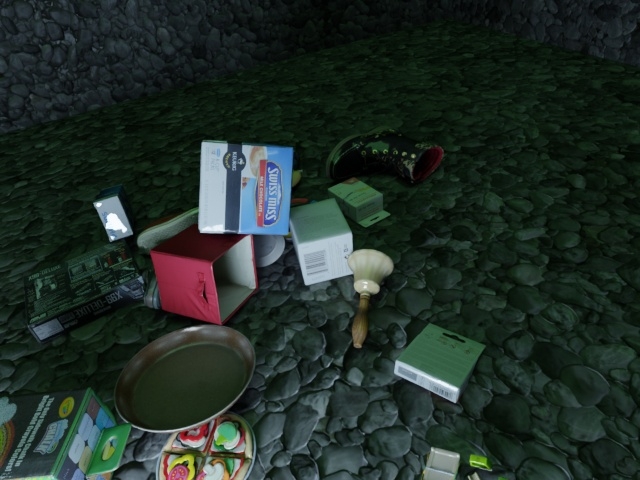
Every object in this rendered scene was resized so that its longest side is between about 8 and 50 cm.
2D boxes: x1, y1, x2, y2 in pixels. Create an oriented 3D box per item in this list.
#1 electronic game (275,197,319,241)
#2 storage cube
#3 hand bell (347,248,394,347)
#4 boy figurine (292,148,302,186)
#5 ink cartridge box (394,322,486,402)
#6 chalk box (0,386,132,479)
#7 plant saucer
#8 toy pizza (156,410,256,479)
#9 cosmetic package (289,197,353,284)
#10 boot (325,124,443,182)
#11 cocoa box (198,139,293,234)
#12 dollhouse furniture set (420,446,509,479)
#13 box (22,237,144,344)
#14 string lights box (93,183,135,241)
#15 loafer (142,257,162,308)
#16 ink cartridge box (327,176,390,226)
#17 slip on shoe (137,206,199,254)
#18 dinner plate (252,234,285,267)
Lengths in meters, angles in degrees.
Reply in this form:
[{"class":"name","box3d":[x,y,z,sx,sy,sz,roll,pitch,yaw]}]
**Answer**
[{"class":"electronic game","box3d":[-0.083,-0.071,1.480,0.228,0.048,0.229,-6,38,5]},{"class":"storage cube","box3d":[-0.301,0.081,1.193,0.192,0.184,0.215,9,28,22]},{"class":"hand bell","box3d":[0.109,0.154,1.133,0.126,0.126,0.242,3,51,15]},{"class":"boy figurine","box3d":[-0.160,-0.240,1.677,0.177,0.092,0.285,4,37,12]},{"class":"ink cartridge box","box3d":[0.268,0.265,1.006,0.145,0.045,0.179,19,27,32]},{"class":"chalk box","box3d":[-0.500,0.408,0.854,0.288,0.179,0.180,-5,37,3]},{"class":"plant saucer","box3d":[-0.295,0.309,1.014,0.310,0.050,0.311,-6,29,3]},{"class":"toy pizza","box3d":[-0.228,0.424,0.895,0.201,0.032,0.201,-6,38,4]},{"class":"cosmetic package","box3d":[0.000,0.000,1.289,0.151,0.152,0.184,-13,39,-6]},{"class":"boot","box3d":[0.232,-0.292,1.634,0.377,0.138,0.284,-29,42,-32]},{"class":"cocoa box","box3d":[-0.204,-0.156,1.266,0.227,0.232,0.347,3,10,-9]},{"class":"dollhouse furniture set","box3d":[0.262,0.426,0.801,0.151,0.059,0.076,-4,41,38]},{"class":"box","box3d":[-0.688,0.132,1.320,0.307,0.077,0.242,-26,41,-21]},{"class":"string lights box","box3d":[-0.683,-0.099,1.509,0.076,0.134,0.259,-20,21,-15]},{"class":"loafer","box3d":[-0.470,0.102,1.294,0.084,0.096,0.268,5,29,-5]},{"class":"ink cartridge box","box3d":[0.128,-0.129,1.494,0.115,0.067,0.198,-28,42,-23]},{"class":"slip on shoe","box3d":[-0.433,-0.053,1.478,0.330,0.123,0.101,-20,35,-6]},{"class":"dinner plate","box3d":[-0.177,0.019,1.380,0.141,0.017,0.141,-8,54,11]}]
